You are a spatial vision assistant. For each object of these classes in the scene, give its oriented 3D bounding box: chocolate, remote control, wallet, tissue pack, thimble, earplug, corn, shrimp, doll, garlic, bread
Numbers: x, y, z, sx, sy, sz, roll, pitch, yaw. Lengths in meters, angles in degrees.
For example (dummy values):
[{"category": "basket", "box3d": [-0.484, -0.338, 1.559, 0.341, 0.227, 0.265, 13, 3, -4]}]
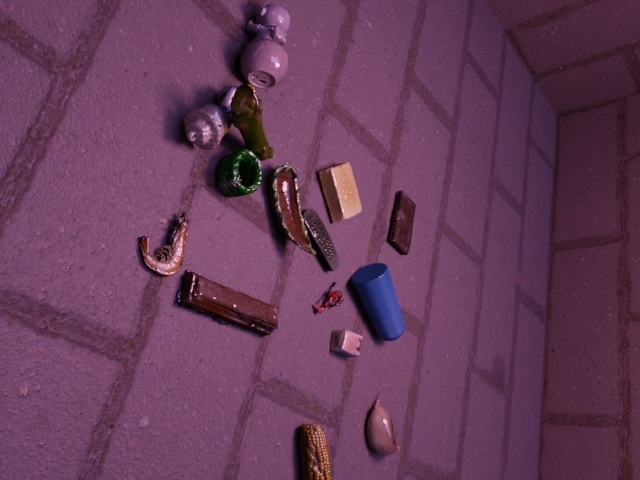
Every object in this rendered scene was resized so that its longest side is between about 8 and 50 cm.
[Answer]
[{"category": "chocolate", "box3d": [-0.234, 0.174, 1.633, 0.329, 0.065, 0.102, 29, 61, -41]}, {"category": "remote control", "box3d": [0.000, 0.000, 1.964, 0.072, 0.042, 0.222, -45, 115, -45]}, {"category": "wallet", "box3d": [0.319, -0.070, 2.358, 0.124, 0.042, 0.230, 40, 54, -41]}, {"category": "tissue pack", "box3d": [0.084, 0.333, 1.979, 0.094, 0.059, 0.074, 30, 62, -42]}, {"category": "thimble", "box3d": [-0.226, -0.185, 1.697, 0.118, 0.090, 0.130, 57, 45, -27]}, {"category": "earplug", "box3d": [0.212, 0.227, 2.109, 0.132, 0.132, 0.273, -43, 119, -45]}, {"category": "corn", "box3d": [-0.010, 0.692, 1.768, 0.097, 0.097, 0.319, 4, 77, -50]}, {"category": "shrimp", "box3d": [-0.388, -0.002, 1.514, 0.124, 0.034, 0.178, 23, 70, -38]}, {"category": "doll", "box3d": [-0.270, -0.342, 1.659, 0.119, 0.138, 0.293, 32, 44, 7]}, {"category": "garlic", "box3d": [0.207, 0.627, 2.060, 0.128, 0.090, 0.198, -14, 86, -65]}, {"category": "doll", "box3d": [-0.154, -0.598, 1.835, 0.151, 0.151, 0.287, 32, 55, -42]}, {"category": "bread", "box3d": [0.068, -0.163, 2.059, 0.125, 0.068, 0.188, -26, 103, -49]}]

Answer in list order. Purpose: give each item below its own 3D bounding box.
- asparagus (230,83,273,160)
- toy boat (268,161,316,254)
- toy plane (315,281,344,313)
[{"category": "asparagus", "box3d": [-0.184, -0.297, 1.681, 0.343, 0.082, 0.085, 82, 13, -65]}, {"category": "toy boat", "box3d": [-0.090, -0.086, 1.837, 0.108, 0.099, 0.293, -9, 82, -51]}, {"category": "toy plane", "box3d": [0.031, 0.192, 1.964, 0.145, 0.037, 0.060, -42, 110, -47]}]
